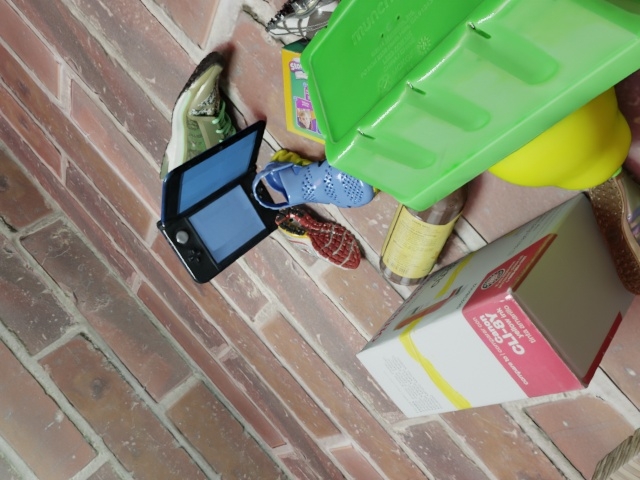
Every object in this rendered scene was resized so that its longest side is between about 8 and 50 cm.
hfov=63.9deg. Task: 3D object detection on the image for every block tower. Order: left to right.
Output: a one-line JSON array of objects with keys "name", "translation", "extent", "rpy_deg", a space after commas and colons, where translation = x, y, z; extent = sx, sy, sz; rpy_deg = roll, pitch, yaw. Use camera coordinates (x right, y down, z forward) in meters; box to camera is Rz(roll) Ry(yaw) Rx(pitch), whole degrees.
[{"name": "block tower", "translation": [0.592, 0.399, 0.914], "extent": [0.091, 0.097, 0.335], "rpy_deg": [31, 139, 23]}]

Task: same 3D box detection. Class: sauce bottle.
[{"name": "sauce bottle", "translation": [0.194, -0.055, 0.914], "extent": [0.111, 0.111, 0.344], "rpy_deg": [36, 143, 18]}]

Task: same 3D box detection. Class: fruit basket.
[{"name": "fruit basket", "translation": [0.215, -0.198, 0.615], "extent": [0.392, 0.392, 0.282], "rpy_deg": [-44, 55, 54]}]

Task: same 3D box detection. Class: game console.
[{"name": "game console", "translation": [-0.200, -0.084, 1.150], "extent": [0.173, 0.293, 0.250], "rpy_deg": [-13, 112, 51]}]

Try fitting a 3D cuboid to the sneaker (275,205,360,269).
[{"name": "sneaker", "translation": [0.000, 0.000, 1.209], "extent": [0.225, 0.088, 0.092], "rpy_deg": [33, 161, 22]}]

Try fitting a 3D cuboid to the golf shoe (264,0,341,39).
[{"name": "golf shoe", "translation": [-0.027, -0.376, 0.892], "extent": [0.094, 0.077, 0.198], "rpy_deg": [42, 166, -27]}]

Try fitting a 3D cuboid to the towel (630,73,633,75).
[{"name": "towel", "translation": [0.224, -0.323, 0.640], "extent": [0.336, 0.040, 0.243], "rpy_deg": [9, 133, 24]}]

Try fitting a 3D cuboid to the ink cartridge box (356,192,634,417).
[{"name": "ink cartridge box", "translation": [0.274, 0.125, 0.846], "extent": [0.160, 0.279, 0.385], "rpy_deg": [50, 144, 1]}]

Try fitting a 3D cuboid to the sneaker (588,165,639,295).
[{"name": "sneaker", "translation": [0.448, -0.025, 0.718], "extent": [0.064, 0.086, 0.192], "rpy_deg": [120, 137, -77]}]

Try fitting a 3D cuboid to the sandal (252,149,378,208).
[{"name": "sandal", "translation": [-0.023, -0.113, 1.074], "extent": [0.317, 0.138, 0.126], "rpy_deg": [6, 123, 42]}]

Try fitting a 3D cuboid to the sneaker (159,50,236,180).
[{"name": "sneaker", "translation": [-0.255, -0.265, 1.224], "extent": [0.182, 0.158, 0.410], "rpy_deg": [20, 143, -12]}]

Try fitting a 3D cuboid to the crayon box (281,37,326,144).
[{"name": "crayon box", "translation": [0.061, -0.245, 0.912], "extent": [0.278, 0.081, 0.165], "rpy_deg": [27, 138, 29]}]
